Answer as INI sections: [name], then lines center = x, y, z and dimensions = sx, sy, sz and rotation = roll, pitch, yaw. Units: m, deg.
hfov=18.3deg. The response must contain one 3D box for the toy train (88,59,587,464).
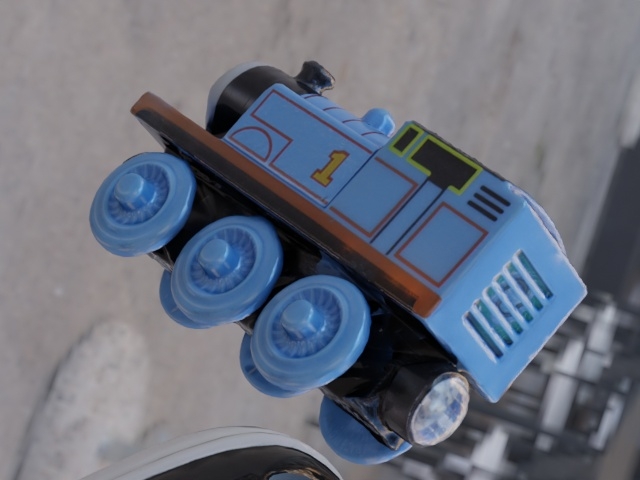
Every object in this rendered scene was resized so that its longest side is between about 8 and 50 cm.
[toy train]
center = 0.000, 0.000, 0.695
dimensions = 0.105, 0.184, 0.080
rotation = -47, 138, -8

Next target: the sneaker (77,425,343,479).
[sneaker]
center = -0.049, 0.121, 0.332
dimensions = 0.217, 0.121, 0.079
rotation = -38, 116, -23
